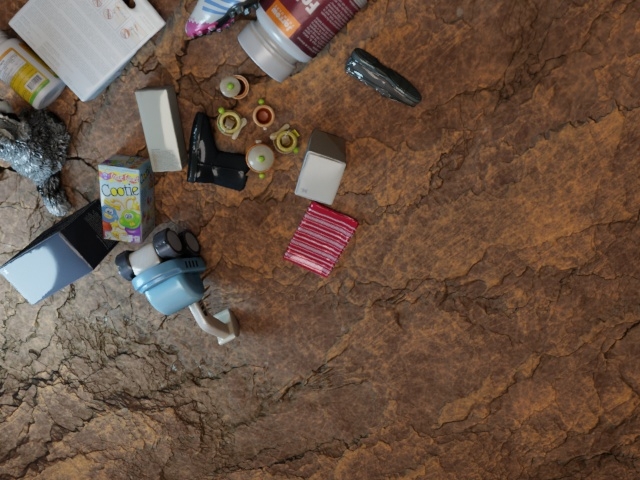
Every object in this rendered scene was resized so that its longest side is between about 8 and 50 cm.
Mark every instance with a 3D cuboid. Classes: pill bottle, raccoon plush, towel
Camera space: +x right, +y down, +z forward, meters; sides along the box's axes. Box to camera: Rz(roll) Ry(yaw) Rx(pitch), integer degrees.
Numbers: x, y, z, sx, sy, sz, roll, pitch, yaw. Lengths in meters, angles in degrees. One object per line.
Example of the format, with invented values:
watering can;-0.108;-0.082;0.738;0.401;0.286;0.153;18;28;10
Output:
pill bottle;-0.044;-0.670;1.491;0.392;0.224;0.224;-41;107;19
raccoon plush;-0.967;-0.251;1.701;0.216;0.299;0.446;-14;114;9
pill bottle;-0.963;-0.555;1.645;0.136;0.136;0.245;-41;107;19
towel;0.000;0.000;1.919;0.199;0.031;0.275;25;114;-8

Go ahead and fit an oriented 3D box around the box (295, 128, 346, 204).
box;0.004;-0.243;1.645;0.121;0.311;0.148;17;115;-5

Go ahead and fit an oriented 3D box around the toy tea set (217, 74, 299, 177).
toy tea set;-0.222;-0.375;1.676;0.200;0.124;0.336;-42;107;1

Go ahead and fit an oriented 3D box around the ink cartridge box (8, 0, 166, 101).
ink cartridge box;-0.719;-0.680;1.610;0.385;0.091;0.308;-37;108;12

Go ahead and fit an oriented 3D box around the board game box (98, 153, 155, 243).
board game box;-0.683;-0.150;1.820;0.142;0.144;0.275;8;115;0

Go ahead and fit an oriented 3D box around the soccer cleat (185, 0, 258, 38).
soccer cleat;-0.301;-0.700;1.496;0.331;0.116;0.143;-2;114;46

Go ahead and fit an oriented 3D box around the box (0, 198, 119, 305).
box;-0.914;0.038;1.840;0.296;0.294;0.183;-27;111;16

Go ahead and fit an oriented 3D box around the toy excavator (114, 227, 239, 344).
toy excavator;-0.497;0.205;1.914;0.222;0.433;0.445;-26;84;11

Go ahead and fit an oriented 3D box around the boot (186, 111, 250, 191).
boot;-0.341;-0.300;1.756;0.207;0.094;0.246;5;92;-25

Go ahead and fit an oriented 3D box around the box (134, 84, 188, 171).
box;-0.531;-0.376;1.731;0.113;0.094;0.275;-1;115;3

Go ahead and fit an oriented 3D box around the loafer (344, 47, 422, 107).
loafer;0.200;-0.507;1.644;0.267;0.096;0.084;35;132;-6
